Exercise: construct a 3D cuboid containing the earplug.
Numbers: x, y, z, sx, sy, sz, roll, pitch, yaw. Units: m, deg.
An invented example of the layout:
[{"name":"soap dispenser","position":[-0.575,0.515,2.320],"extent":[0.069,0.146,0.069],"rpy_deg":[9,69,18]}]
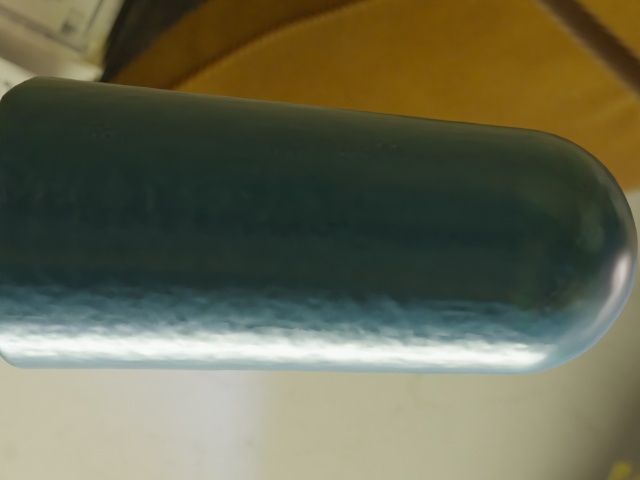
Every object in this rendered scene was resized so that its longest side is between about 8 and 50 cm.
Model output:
[{"name":"earplug","position":[0.000,0.000,0.776],"extent":[0.273,0.132,0.132],"rpy_deg":[4,171,12]}]
